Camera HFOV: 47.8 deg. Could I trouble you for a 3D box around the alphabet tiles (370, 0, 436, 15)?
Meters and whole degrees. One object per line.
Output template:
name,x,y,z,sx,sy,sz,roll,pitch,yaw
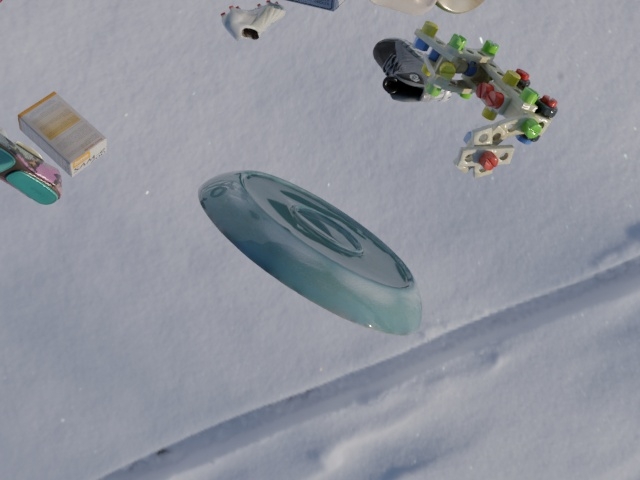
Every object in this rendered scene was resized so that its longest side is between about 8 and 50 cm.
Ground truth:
alphabet tiles,0.086,-0.309,0.563,0.277,0.021,0.284,10,139,-19

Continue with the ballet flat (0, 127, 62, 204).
ballet flat,-0.503,-0.134,1.167,0.076,0.079,0.221,-21,151,16

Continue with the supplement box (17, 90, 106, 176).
supplement box,-0.337,-0.139,0.945,0.098,0.062,0.036,42,150,6

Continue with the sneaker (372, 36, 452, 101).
sneaker,0.163,-0.360,1.531,0.228,0.132,0.086,41,136,33

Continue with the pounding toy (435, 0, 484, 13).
pounding toy,0.243,-0.567,1.404,0.182,0.110,0.237,-27,122,-20

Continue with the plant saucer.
plant saucer,0.000,0.000,0.883,0.317,0.318,0.044,30,105,-11

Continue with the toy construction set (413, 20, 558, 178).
toy construction set,0.299,-0.262,1.323,0.215,0.328,0.151,10,140,-28

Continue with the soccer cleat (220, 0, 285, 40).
soccer cleat,-0.143,-0.486,1.615,0.068,0.196,0.076,-26,92,42

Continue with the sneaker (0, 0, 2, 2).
sneaker,-0.554,-0.407,1.170,0.208,0.081,0.094,-44,66,43

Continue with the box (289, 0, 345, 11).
box,-0.017,-0.667,1.571,0.169,0.087,0.290,18,132,18
